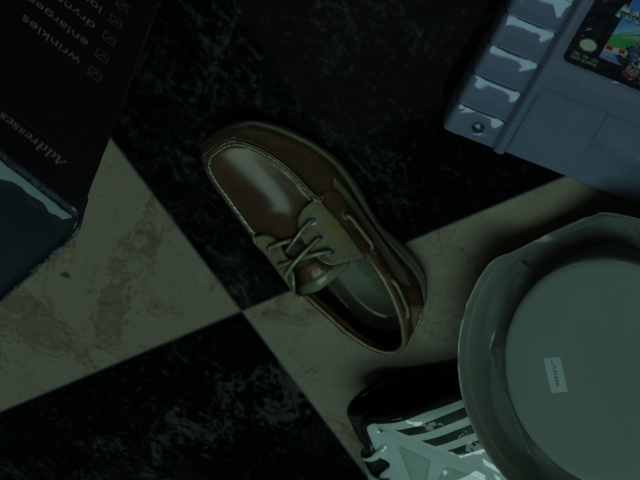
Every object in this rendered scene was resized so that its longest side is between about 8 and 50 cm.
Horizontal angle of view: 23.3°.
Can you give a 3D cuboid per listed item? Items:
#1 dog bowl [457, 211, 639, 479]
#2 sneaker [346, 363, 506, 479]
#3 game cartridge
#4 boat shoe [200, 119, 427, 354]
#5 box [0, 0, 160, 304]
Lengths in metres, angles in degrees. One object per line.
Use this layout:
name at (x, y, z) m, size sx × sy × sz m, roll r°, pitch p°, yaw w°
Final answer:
dog bowl at (0.320, 0.133, 1.635) m, size 0.348 × 0.102 × 0.349 m, roll 8°, pitch 104°, yaw 33°
sneaker at (0.087, 0.300, 1.866) m, size 0.257 × 0.169 × 0.447 m, roll 42°, pitch 112°, yaw -13°
game cartridge at (0.329, -0.145, 1.555) m, size 0.355 × 0.068 × 0.230 m, roll 20°, pitch 130°, yaw -9°
boat shoe at (0.000, 0.000, 1.654) m, size 0.123 × 0.116 × 0.324 m, roll -37°, pitch 115°, yaw 27°
box at (-0.413, -0.215, 1.317) m, size 0.480 × 0.472 × 0.297 m, roll 39°, pitch 120°, yaw -21°
